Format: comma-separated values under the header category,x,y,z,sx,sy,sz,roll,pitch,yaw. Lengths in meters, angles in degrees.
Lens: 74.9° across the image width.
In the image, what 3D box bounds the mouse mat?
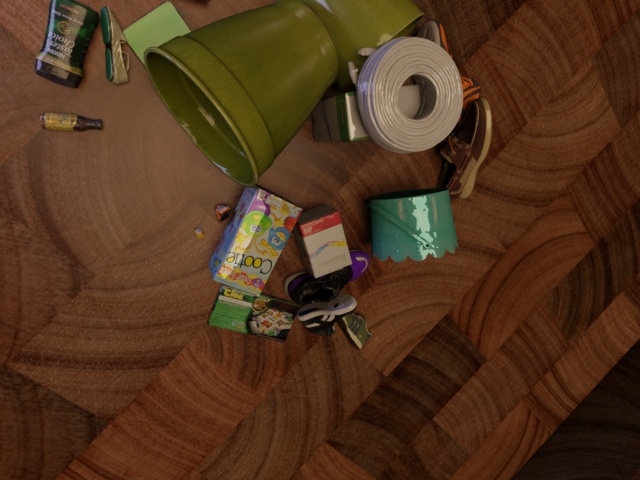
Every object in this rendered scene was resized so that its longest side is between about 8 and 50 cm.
category,x,y,z,sx,sy,sz,roll,pitch,yaw
mouse mat,-0.382,-0.480,1.059,0.152,0.007,0.190,-38,113,-7

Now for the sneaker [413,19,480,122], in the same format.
category,x,y,z,sx,sy,sz,roll,pitch,yaw
sneaker,0.387,-0.508,1.281,0.179,0.124,0.322,-22,122,-17

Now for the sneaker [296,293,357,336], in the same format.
category,x,y,z,sx,sy,sz,roll,pitch,yaw
sneaker,0.042,0.245,1.344,0.216,0.079,0.121,-17,123,30

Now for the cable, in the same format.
category,x,y,z,sx,sy,sz,roll,pitch,yaw
cable,0.209,-0.333,0.966,0.256,0.089,0.257,-20,108,-14

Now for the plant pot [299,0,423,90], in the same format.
category,x,y,z,sx,sy,sz,roll,pitch,yaw
plant pot,0.064,-0.596,1.069,0.274,0.275,0.294,-41,99,-5

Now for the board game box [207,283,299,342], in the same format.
category,x,y,z,sx,sy,sz,roll,pitch,yaw
board game box,-0.207,0.230,1.314,0.259,0.030,0.136,20,100,-24

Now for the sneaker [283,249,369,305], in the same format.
category,x,y,z,sx,sy,sz,roll,pitch,yaw
sneaker,0.041,0.129,1.310,0.293,0.146,0.102,-24,112,-12

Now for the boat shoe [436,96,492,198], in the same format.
category,x,y,z,sx,sy,sz,roll,pitch,yaw
boat shoe,0.442,-0.281,1.326,0.123,0.123,0.342,-1,132,-5

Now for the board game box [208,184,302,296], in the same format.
category,x,y,z,sx,sy,sz,roll,pitch,yaw
board game box,-0.189,-0.008,1.189,0.142,0.144,0.276,25,96,-25

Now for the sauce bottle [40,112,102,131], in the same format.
category,x,y,z,sx,sy,sz,roll,pitch,yaw
sauce bottle,-0.603,-0.286,1.015,0.128,0.042,0.042,-3,106,-21

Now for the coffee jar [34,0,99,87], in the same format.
category,x,y,z,sx,sy,sz,roll,pitch,yaw
coffee jar,-0.580,-0.450,0.955,0.096,0.079,0.185,17,99,-23

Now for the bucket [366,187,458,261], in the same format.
category,x,y,z,sx,sy,sz,roll,pitch,yaw
bucket,0.275,-0.055,1.280,0.280,0.281,0.183,-11,100,-17

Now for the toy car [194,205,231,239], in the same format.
category,x,y,z,sx,sy,sz,roll,pitch,yaw
toy car,-0.309,-0.059,1.181,0.122,0.060,0.041,-38,82,-14

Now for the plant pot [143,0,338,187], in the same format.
category,x,y,z,sx,sy,sz,roll,pitch,yaw
plant pot,-0.153,-0.381,1.006,0.353,0.366,0.367,-44,115,-16

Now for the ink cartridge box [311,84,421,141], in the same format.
category,x,y,z,sx,sy,sz,roll,pitch,yaw
ink cartridge box,0.112,-0.337,1.131,0.201,0.278,0.117,-13,106,-16

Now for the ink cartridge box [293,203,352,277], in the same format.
category,x,y,z,sx,sy,sz,roll,pitch,yaw
ink cartridge box,0.000,0.000,1.267,0.127,0.128,0.176,-21,111,-13

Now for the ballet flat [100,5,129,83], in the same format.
category,x,y,z,sx,sy,sz,roll,pitch,yaw
ballet flat,-0.492,-0.466,1.006,0.052,0.057,0.169,-14,116,-44

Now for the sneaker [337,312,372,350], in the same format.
category,x,y,z,sx,sy,sz,roll,pitch,yaw
sneaker,0.112,0.278,1.431,0.086,0.064,0.192,-38,110,-23
